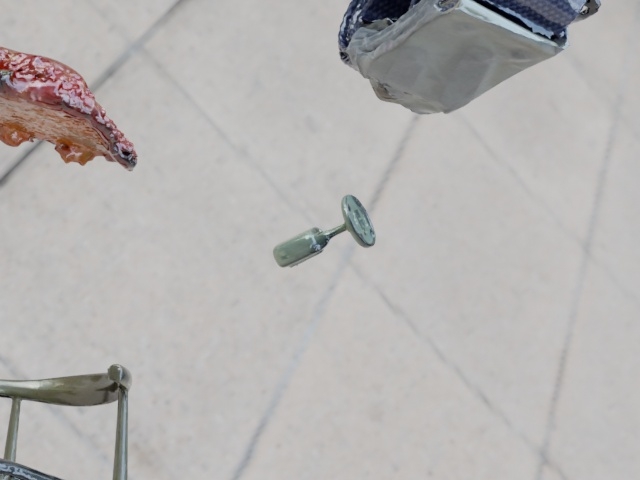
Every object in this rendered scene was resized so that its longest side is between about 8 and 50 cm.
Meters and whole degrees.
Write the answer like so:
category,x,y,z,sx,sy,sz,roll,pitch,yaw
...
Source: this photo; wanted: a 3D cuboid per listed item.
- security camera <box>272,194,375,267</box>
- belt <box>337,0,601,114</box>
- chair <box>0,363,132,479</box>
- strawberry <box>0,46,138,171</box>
category,x,y,z,sx,sy,sz,roll,pitch,yaw
security camera,0.000,0.000,1.568,0.058,0.092,0.058,51,23,-31
belt,0.121,-0.183,1.319,0.126,0.230,0.140,28,59,-24
chair,-0.262,0.216,1.352,0.166,0.188,0.272,30,60,-45
strawberry,-0.179,-0.090,1.071,0.152,0.104,0.048,26,70,-44
